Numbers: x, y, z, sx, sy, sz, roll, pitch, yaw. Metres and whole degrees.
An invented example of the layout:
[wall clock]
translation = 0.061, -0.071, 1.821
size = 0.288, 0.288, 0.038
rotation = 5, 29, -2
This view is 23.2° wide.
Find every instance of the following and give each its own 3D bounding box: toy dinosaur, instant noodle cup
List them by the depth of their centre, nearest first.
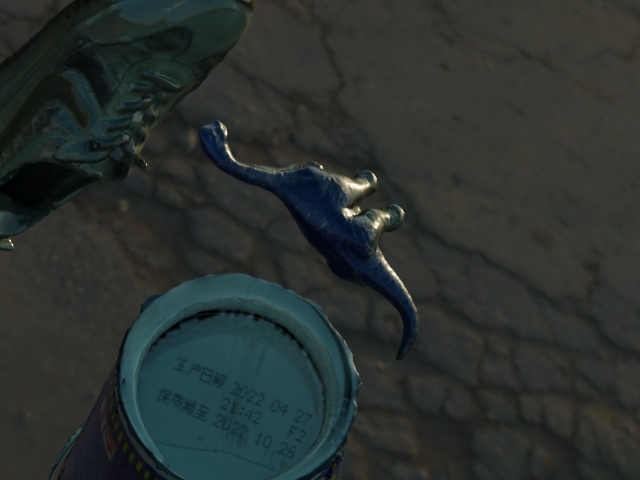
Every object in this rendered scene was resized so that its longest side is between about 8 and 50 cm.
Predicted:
[toy dinosaur]
translation = 0.000, 0.000, 1.325
size = 0.188, 0.075, 0.248
rotation = -21, 85, -59
[instant noodle cup]
translation = -0.092, 0.188, 1.333
size = 0.284, 0.312, 0.284
rotation = 6, 58, -10

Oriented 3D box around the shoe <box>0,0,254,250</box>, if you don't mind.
[shoe]
translation = -0.156, -0.092, 1.086
size = 0.103, 0.275, 0.098
rotation = 10, 51, -58
